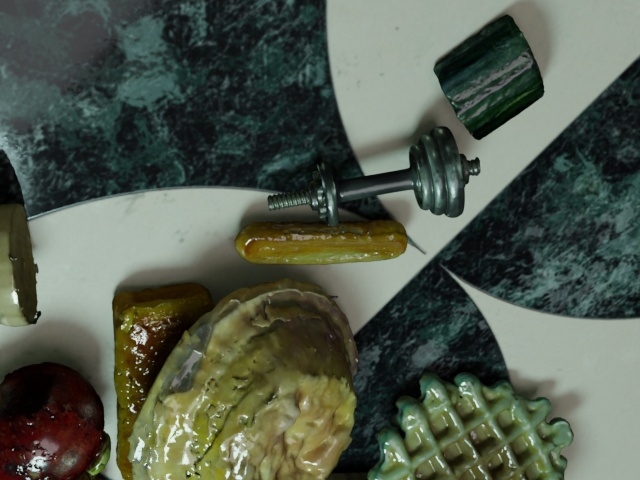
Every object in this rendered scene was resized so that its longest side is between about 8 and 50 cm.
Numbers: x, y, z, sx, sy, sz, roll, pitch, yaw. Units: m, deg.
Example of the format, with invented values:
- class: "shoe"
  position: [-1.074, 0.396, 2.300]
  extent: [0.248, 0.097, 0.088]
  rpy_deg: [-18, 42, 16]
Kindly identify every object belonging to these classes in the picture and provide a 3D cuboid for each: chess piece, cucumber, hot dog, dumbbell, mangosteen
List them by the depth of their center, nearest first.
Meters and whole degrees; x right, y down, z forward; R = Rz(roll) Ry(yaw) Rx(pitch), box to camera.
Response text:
- class: "chess piece"
  position: [-0.466, 0.043, 1.369]
  extent: [0.301, 0.137, 0.137]
  rpy_deg: [-8, 122, -1]
- class: "cucumber"
  position: [0.205, -0.182, 1.469]
  extent: [0.115, 0.062, 0.116]
  rpy_deg: [-33, 123, 8]
- class: "dumbbell"
  position: [0.064, -0.064, 1.473]
  extent: [0.254, 0.110, 0.110]
  rpy_deg: [-11, 123, -4]
- class: "mangosteen"
  position: [-0.324, 0.235, 1.494]
  extent: [0.166, 0.166, 0.180]
  rpy_deg: [-38, 134, 7]
- class: "hot dog"
  position: [0.000, 0.000, 1.520]
  extent: [0.216, 0.047, 0.066]
  rpy_deg: [-2, 135, -17]

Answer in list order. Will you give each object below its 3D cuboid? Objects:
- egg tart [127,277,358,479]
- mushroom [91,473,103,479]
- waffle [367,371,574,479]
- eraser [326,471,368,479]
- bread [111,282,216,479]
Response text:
- class: "egg tart"
  position: [-0.067, 0.219, 1.518]
  extent: [0.352, 0.150, 0.352]
  rpy_deg: [-22, 126, -35]
- class: "mushroom"
  position: [-0.326, 0.335, 1.596]
  extent: [0.109, 0.085, 0.126]
  rpy_deg: [29, 114, 7]
- class: "waffle"
  position: [0.205, 0.330, 1.714]
  extent: [0.309, 0.056, 0.291]
  rpy_deg: [14, 85, -19]
- class: "eraser"
  position: [0.103, 0.402, 1.775]
  extent: [0.343, 0.078, 0.144]
  rpy_deg: [2, 117, -19]
- class: "bread"
  position: [-0.189, 0.182, 1.552]
  extent: [0.139, 0.077, 0.271]
  rpy_deg: [-4, 119, -18]
